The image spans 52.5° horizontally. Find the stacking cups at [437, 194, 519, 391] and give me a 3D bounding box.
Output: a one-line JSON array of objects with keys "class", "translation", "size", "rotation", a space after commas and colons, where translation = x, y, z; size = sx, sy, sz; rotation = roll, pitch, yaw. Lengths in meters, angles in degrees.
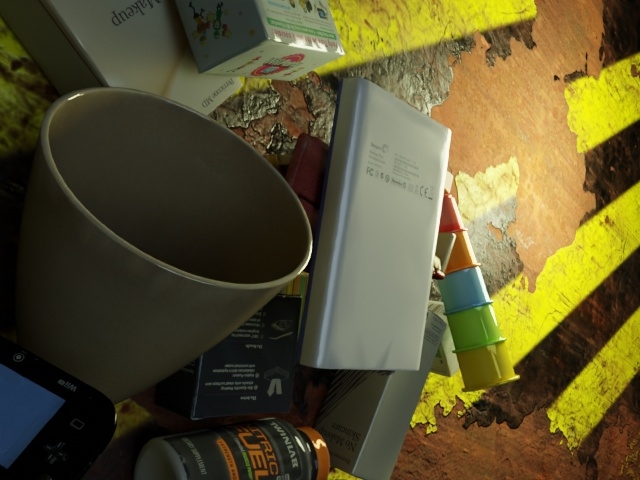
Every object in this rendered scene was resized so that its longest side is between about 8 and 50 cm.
[{"class": "stacking cups", "translation": [0.232, 0.083, 1.068], "size": [0.096, 0.096, 0.316], "rotation": [-2, 72, -44]}]

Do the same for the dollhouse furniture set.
[{"class": "dollhouse furniture set", "translation": [0.000, 0.000, 0.885], "size": [0.374, 0.201, 0.152], "rotation": [28, 72, -47]}]

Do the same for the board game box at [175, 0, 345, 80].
[{"class": "board game box", "translation": [-0.096, -0.349, 0.750], "size": [0.224, 0.097, 0.303], "rotation": [-25, 96, -64]}]

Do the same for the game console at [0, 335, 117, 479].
[{"class": "game console", "translation": [-0.324, 0.079, 0.513], "size": [0.213, 0.361, 0.044], "rotation": [-58, 171, -33]}]

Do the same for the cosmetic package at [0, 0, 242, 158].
[{"class": "cosmetic package", "translation": [-0.239, -0.254, 0.699], "size": [0.160, 0.113, 0.309], "rotation": [-51, 122, -31]}]

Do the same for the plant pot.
[{"class": "plant pot", "translation": [-0.187, 0.039, 0.639], "size": [0.256, 0.274, 0.256], "rotation": [27, 31, -18]}]

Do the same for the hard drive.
[{"class": "hard drive", "translation": [0.074, -0.006, 0.784], "size": [0.210, 0.040, 0.319], "rotation": [15, 82, -49]}]

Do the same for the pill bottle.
[{"class": "pill bottle", "translation": [-0.102, 0.301, 0.835], "size": [0.245, 0.130, 0.130], "rotation": [4, 89, -44]}]

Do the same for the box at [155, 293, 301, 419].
[{"class": "box", "translation": [-0.116, 0.141, 0.840], "size": [0.156, 0.093, 0.158], "rotation": [11, 83, -44]}]

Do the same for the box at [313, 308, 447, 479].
[{"class": "box", "translation": [0.089, 0.227, 1.016], "size": [0.094, 0.113, 0.275], "rotation": [37, 69, -39]}]

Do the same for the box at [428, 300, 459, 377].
[{"class": "box", "translation": [0.207, 0.170, 1.143], "size": [0.102, 0.101, 0.087], "rotation": [-36, 115, -35]}]

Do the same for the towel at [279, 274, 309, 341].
[{"class": "towel", "translation": [0.005, 0.106, 1.008], "size": [0.237, 0.021, 0.102], "rotation": [7, 92, -44]}]

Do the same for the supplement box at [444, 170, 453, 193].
[{"class": "supplement box", "translation": [0.164, -0.103, 1.095], "size": [0.062, 0.098, 0.036], "rotation": [32, 66, -38]}]
